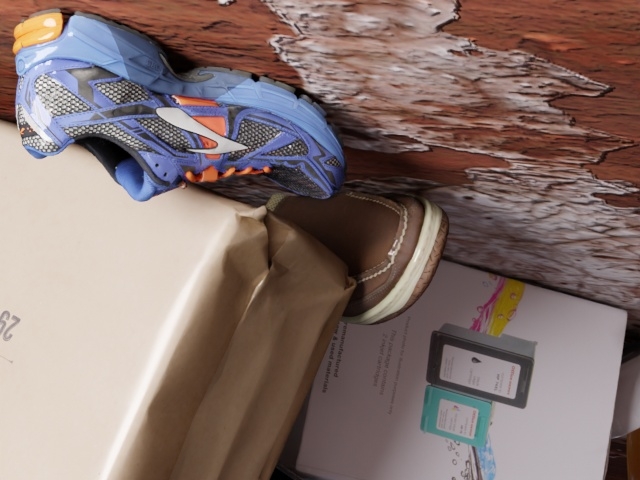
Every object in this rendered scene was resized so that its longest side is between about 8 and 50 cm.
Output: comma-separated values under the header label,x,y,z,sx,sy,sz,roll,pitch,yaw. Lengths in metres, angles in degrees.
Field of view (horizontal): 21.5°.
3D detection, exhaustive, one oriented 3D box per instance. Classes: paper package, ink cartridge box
label,x,y,z,sx,sy,sz,roll,pitch,yaw
paper package,-0.189,0.092,1.138,0.325,0.309,0.168,19,172,33
ink cartridge box,0.086,0.130,1.432,0.270,0.197,0.198,16,166,-19

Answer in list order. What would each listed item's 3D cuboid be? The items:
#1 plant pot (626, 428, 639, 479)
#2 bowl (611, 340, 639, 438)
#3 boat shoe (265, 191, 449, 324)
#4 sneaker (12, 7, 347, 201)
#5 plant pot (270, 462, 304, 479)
label,x,y,z,sx,sy,sz,roll,pitch,yaw
plant pot,0.420,0.231,1.656,0.188,0.205,0.205,-4,169,-5
bowl,0.270,0.129,1.502,0.142,0.053,0.142,-24,180,-23
boat shoe,-0.002,0.008,1.212,0.095,0.095,0.257,22,165,-20
sneaker,-0.084,-0.059,0.989,0.221,0.087,0.083,17,167,-27
plant pot,-0.120,0.219,1.305,0.187,0.188,0.167,36,176,1
